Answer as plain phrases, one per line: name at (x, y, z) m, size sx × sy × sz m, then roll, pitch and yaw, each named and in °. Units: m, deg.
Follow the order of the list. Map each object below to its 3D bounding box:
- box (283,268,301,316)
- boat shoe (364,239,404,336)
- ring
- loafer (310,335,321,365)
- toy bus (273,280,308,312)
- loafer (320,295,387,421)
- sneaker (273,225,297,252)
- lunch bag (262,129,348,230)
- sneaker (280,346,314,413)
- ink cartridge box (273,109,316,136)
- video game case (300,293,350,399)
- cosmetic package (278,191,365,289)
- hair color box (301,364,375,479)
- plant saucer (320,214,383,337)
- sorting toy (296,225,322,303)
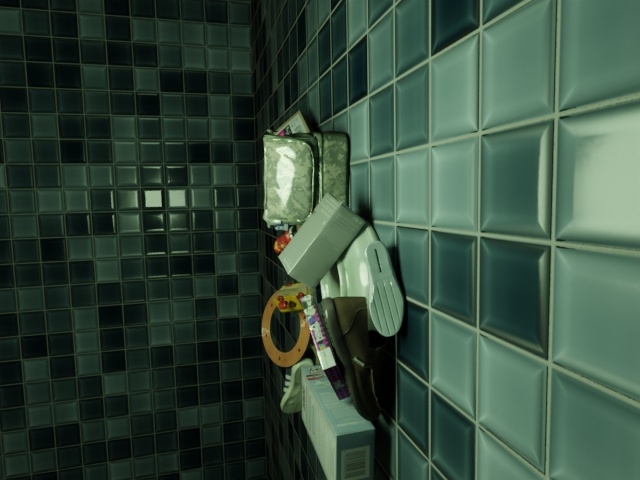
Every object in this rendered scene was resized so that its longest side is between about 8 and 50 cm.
box at (-0.119, 0.210, 2.125) m, size 0.233 × 0.059 × 0.184 m, roll -109°, pitch 22°, yaw -44°
boat shoe at (0.156, 0.112, 1.095) m, size 0.076 × 0.083 × 0.227 m, roll 24°, pitch -120°, yaw -76°
ring at (-0.147, 0.374, 1.983) m, size 0.336 × 0.032 × 0.337 m, roll -11°, pitch 75°, yaw 46°
loafer at (-0.013, 0.421, 1.787) m, size 0.056 × 0.050 × 0.148 m, roll 155°, pitch 112°, yaw -75°
toy bus at (-0.083, 0.232, 1.849) m, size 0.104 × 0.190 × 0.202 m, roll 63°, pitch 170°, yaw -22°
loafer at (0.111, 0.293, 1.133) m, size 0.134 × 0.130 × 0.366 m, roll -109°, pitch 0°, yaw -66°
sneaker at (-0.129, 0.015, 1.828) m, size 0.279 × 0.118 × 0.107 m, roll 105°, pitch 145°, yaw -83°
lunch bag at (-0.057, -0.195, 1.452) m, size 0.212 × 0.255 × 0.305 m, roll -136°, pitch 45°, yaw -69°
sneaker at (-0.108, 0.617, 2.041) m, size 0.148 × 0.131 × 0.350 m, roll -116°, pitch 37°, yaw -52°
ink cartridge box at (-0.103, -0.357, 1.720) m, size 0.088 × 0.193 × 0.235 m, roll 43°, pitch -163°, yaw -38°
video game case at (0.015, 0.285, 1.211) m, size 0.232 × 0.041 × 0.210 m, roll 72°, pitch 177°, yaw -52°
cosmetic package at (0.000, 0.000, 1.253) m, size 0.238 × 0.107 × 0.127 m, roll -51°, pitch 27°, yaw 3°
hair color box at (0.038, 0.526, 1.322) m, size 0.374 × 0.113 × 0.186 m, roll -146°, pitch 54°, yaw -70°
plant saucer at (0.074, 0.129, 1.324) m, size 0.400 × 0.100 × 0.401 m, roll 177°, pitch 90°, yaw -75°
sorting toy at (-0.017, 0.074, 1.591) m, size 0.256 × 0.089 × 0.257 m, roll 86°, pitch 173°, yaw -49°
